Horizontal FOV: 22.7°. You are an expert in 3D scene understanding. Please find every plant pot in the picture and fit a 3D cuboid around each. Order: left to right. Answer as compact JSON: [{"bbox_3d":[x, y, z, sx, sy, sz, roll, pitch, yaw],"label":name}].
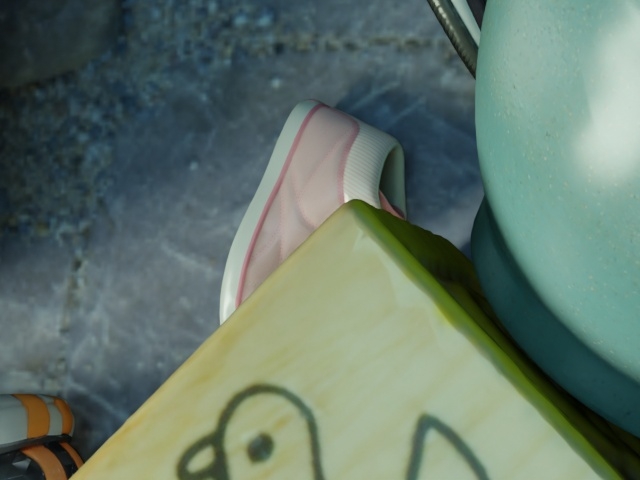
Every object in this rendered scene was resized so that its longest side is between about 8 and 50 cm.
[{"bbox_3d":[0.180,-0.034,0.649,0.293,0.293,0.196,42,125,17],"label":"plant pot"}]

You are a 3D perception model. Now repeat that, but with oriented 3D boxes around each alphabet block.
[{"bbox_3d":[0.030,0.122,0.705,0.197,0.193,0.192,-46,75,8],"label":"alphabet block"}]

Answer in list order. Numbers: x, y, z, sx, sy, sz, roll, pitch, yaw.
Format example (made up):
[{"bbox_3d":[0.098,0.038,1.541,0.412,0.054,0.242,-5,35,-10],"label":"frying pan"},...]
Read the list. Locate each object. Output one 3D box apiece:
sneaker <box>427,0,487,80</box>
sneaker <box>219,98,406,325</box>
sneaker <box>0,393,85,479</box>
[{"bbox_3d":[0.100,-0.211,0.763,0.162,0.106,0.281,-22,78,11],"label":"sneaker"},{"bbox_3d":[0.000,0.000,0.799,0.070,0.051,0.134,20,86,23],"label":"sneaker"},{"bbox_3d":[-0.266,0.196,0.825,0.321,0.124,0.180,-14,80,16],"label":"sneaker"}]
